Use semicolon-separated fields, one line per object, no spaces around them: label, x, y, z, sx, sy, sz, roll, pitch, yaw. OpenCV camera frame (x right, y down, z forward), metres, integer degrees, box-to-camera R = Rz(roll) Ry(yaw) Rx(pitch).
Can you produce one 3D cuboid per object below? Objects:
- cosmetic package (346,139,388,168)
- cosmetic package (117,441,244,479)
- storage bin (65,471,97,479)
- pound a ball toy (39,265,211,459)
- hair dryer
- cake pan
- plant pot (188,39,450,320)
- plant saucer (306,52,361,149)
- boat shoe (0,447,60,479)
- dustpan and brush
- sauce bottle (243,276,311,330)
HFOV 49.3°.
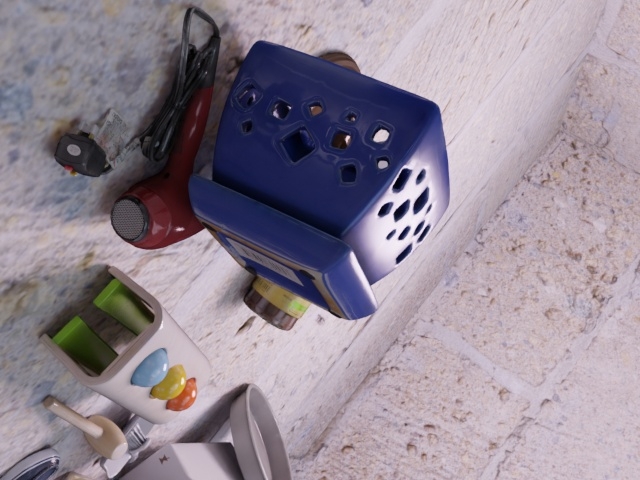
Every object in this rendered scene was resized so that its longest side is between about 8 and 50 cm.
cosmetic package;0.014;-0.071;1.041;0.239;0.099;0.060;-40;116;-36
cosmetic package;-0.253;0.535;1.442;0.155;0.197;0.365;-35;160;1
storage bin;-0.378;0.549;1.133;0.260;0.123;0.262;34;94;-27
pound a ball toy;-0.259;0.198;0.940;0.208;0.136;0.319;-48;161;-16
hair dryer;-0.147;-0.089;0.776;0.223;0.080;0.293;-49;162;-15
cake pan;-0.134;0.475;1.594;0.054;0.293;0.293;-20;161;4
plant pot;-0.002;-0.052;0.807;0.212;0.236;0.236;-59;158;-13
plant saucer;-0.019;-0.149;1.048;0.278;0.041;0.278;-46;161;-20
boat shoe;-0.416;0.368;0.947;0.183;0.083;0.065;-36;155;-43
dustpan and brush;-0.317;0.344;1.176;0.147;0.060;0.211;-53;-171;-33
sauce bottle;0.000;0.000;1.256;0.344;0.111;0.111;-54;162;4
